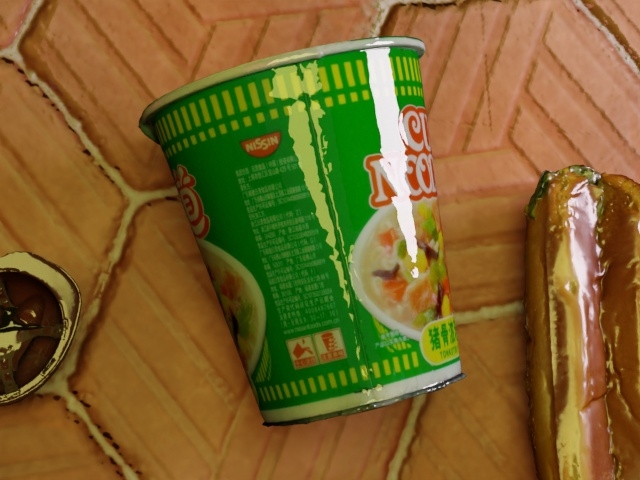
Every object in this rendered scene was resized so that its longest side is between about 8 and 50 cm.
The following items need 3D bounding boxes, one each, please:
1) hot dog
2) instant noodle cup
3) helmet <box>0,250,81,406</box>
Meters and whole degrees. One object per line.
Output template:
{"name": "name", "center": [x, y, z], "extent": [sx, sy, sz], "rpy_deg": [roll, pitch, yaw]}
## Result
{"name": "hot dog", "center": [0.204, 0.073, 1.025], "extent": [0.115, 0.072, 0.269], "rpy_deg": [4, 76, -7]}
{"name": "instant noodle cup", "center": [0.000, 0.000, 0.964], "extent": [0.207, 0.207, 0.233], "rpy_deg": [-14, 89, -11]}
{"name": "helmet", "center": [-0.215, 0.065, 0.974], "extent": [0.089, 0.057, 0.111], "rpy_deg": [38, 80, 5]}
